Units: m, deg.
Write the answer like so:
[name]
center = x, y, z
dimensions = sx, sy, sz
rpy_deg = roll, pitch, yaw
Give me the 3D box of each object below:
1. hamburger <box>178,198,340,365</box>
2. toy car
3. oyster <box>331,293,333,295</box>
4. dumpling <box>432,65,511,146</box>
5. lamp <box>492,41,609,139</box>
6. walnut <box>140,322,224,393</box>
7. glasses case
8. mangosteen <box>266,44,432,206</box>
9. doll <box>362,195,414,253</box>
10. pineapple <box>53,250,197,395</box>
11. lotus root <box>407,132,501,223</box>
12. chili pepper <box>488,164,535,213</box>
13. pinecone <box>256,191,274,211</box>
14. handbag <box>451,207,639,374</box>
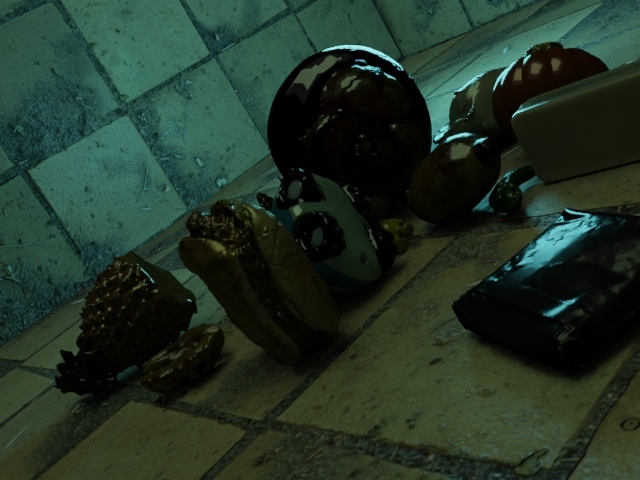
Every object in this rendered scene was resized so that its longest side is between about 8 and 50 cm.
[hamburger]
center = -0.097, 0.061, 1.210
dimensions = 0.144, 0.283, 0.259
rpy_deg = -45, 28, -14
[toy car]
center = 0.000, 0.000, 1.362
dimensions = 0.190, 0.188, 0.255
rpy_deg = -52, 47, 27
[oyster]
center = 0.010, 0.092, 1.414
dimensions = 0.054, 0.019, 0.083
rpy_deg = -24, 18, -15
[dumpling]
center = 0.378, -0.278, 1.708
dimensions = 0.293, 0.163, 0.204
rpy_deg = -39, -17, -25
[lamp]
center = 0.433, -0.267, 1.427
dimensions = 0.223, 0.197, 0.223
rpy_deg = -5, -11, -1
[walnut]
center = -0.248, 0.220, 1.404
dimensions = 0.170, 0.069, 0.143
rpy_deg = -30, 16, 7
[glasses case]
center = 0.479, -0.199, 1.213
dimensions = 0.336, 0.144, 0.076
rpy_deg = -13, 22, 47
[mangosteen]
center = 0.079, -0.219, 1.691
dimensions = 0.381, 0.381, 0.421
rpy_deg = -32, 46, -4
[doll]
center = 0.092, -0.008, 1.471
dimensions = 0.145, 0.096, 0.188
rpy_deg = -48, 41, 5
[pineapple]
center = -0.437, 0.209, 1.599
dimensions = 0.357, 0.223, 0.223
rpy_deg = -49, 15, 3
[lotus root]
center = 0.244, -0.114, 1.362
dimensions = 0.145, 0.128, 0.260
rpy_deg = -59, 4, -26
[chili pepper]
center = 0.327, -0.085, 1.308
dimensions = 0.073, 0.050, 0.182
rpy_deg = -57, -7, 30
[pinecone]
center = -0.103, -0.001, 1.642
dimensions = 0.150, 0.179, 0.195
rpy_deg = -30, 33, 63
[handbag]
center = 0.292, 0.046, 0.902
dimensions = 0.223, 0.080, 0.247
rpy_deg = -34, 15, -12
